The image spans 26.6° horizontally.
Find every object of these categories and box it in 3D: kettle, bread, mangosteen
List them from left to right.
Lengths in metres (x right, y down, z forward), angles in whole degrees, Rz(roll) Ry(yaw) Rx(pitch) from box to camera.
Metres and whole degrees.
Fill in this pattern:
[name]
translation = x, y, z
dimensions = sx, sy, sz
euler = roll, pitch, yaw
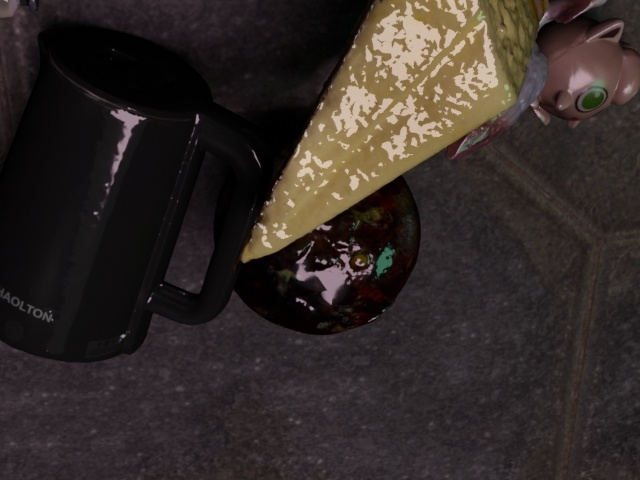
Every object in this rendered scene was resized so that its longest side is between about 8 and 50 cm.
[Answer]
[kettle]
translation = -0.224, -0.033, 1.419
dimensions = 0.203, 0.262, 0.308
euler = -7, 131, -47
[mangosteen]
translation = 0.000, 0.000, 1.541
dimensions = 0.231, 0.231, 0.289
euler = -19, 165, 1
[bread]
translation = 0.046, -0.218, 1.306
dimensions = 0.405, 0.345, 0.242
euler = -25, 114, 20

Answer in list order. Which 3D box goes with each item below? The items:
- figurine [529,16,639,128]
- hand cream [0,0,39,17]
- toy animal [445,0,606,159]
[figurine]
translation = 0.285, -0.187, 1.498
dimensions = 0.138, 0.125, 0.125
euler = -33, 125, 9
[hand cream]
translation = -0.400, -0.253, 1.351
dimensions = 0.234, 0.050, 0.080
euler = 1, 129, -6
[toy animal]
translation = 0.191, -0.191, 1.416
dimensions = 0.324, 0.195, 0.090
euler = -35, 126, 8
